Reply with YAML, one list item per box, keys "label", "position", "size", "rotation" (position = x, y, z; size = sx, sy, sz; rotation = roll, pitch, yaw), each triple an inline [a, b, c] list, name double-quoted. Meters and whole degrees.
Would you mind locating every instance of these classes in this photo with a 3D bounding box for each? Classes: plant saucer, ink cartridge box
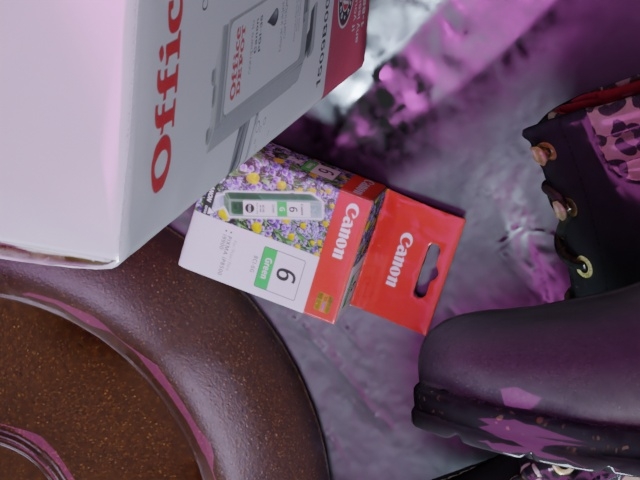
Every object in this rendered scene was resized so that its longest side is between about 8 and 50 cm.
- label: "plant saucer"
  position: [-0.149, 0.124, 0.932]
  size: [0.310, 0.050, 0.311]
  rotation: [5, 108, 15]
- label: "ink cartridge box"
  position: [-0.066, -0.132, 0.695]
  size: [0.117, 0.283, 0.207]
  rotation: [11, 111, 14]
- label: "ink cartridge box"
  position: [0.000, 0.000, 0.858]
  size: [0.115, 0.029, 0.063]
  rotation: [21, 110, 10]

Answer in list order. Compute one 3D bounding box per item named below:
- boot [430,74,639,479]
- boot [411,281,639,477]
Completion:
- label: "boot"
  position: [0.109, 0.034, 0.807]
  size: [0.236, 0.085, 0.179]
  rotation: [-20, 100, 13]
- label: "boot"
  position: [0.191, -0.037, 0.701]
  size: [0.338, 0.118, 0.223]
  rotation: [-5, 96, -11]
